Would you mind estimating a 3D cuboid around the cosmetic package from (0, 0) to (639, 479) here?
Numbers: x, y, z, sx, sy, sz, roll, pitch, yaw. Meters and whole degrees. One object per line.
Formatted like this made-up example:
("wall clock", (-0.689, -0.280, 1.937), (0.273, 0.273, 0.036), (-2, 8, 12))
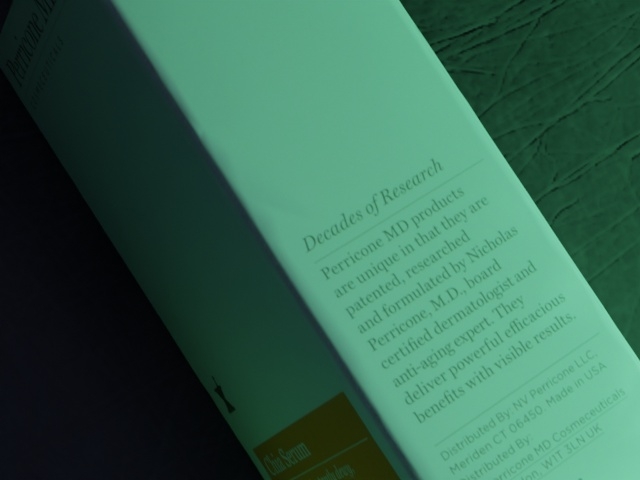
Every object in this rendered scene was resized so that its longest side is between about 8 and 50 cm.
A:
("cosmetic package", (0.000, 0.000, 1.096), (0.161, 0.230, 0.453), (-31, 85, -23))
